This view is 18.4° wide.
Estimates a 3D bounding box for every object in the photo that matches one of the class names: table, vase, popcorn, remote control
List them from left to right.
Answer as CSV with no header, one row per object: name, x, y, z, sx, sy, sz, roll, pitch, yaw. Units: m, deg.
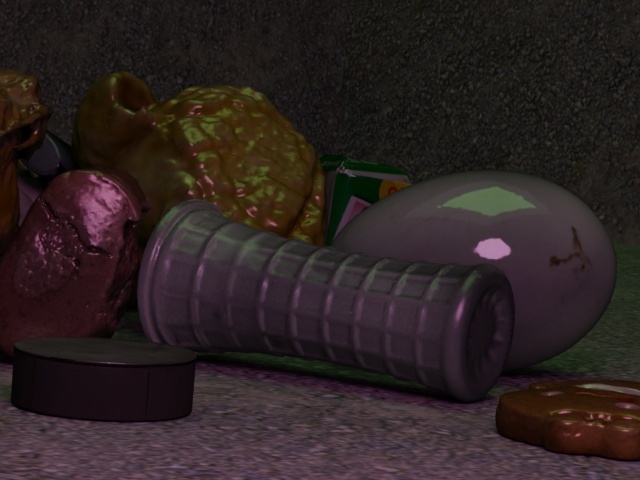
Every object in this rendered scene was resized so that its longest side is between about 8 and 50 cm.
table,-0.157,0.099,1.437,0.133,0.043,0.133,4,4,0
remote control,-0.196,-0.028,2.109,0.107,0.044,0.377,48,7,37
popcorn,-0.099,-0.047,1.941,0.225,0.286,0.174,-16,-25,-37
vase,0.008,0.054,1.662,0.299,0.143,0.143,10,6,29

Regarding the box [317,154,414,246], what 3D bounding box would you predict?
box,0.000,0.000,2.090,0.103,0.180,0.250,7,1,-25

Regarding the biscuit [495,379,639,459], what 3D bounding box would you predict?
biscuit,0.224,0.129,1.485,0.184,0.035,0.249,7,5,36

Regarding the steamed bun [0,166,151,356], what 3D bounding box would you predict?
steamed bun,-0.202,0.022,1.664,0.106,0.175,0.145,26,2,5

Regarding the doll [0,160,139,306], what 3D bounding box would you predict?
doll,-0.345,-0.016,2.042,0.242,0.159,0.311,36,-10,29

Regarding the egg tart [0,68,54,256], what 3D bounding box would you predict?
egg tart,-0.362,-0.013,1.690,0.352,0.150,0.352,-33,9,6

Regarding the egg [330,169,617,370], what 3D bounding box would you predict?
egg,0.134,0.028,1.784,0.264,0.183,0.183,-2,4,4
